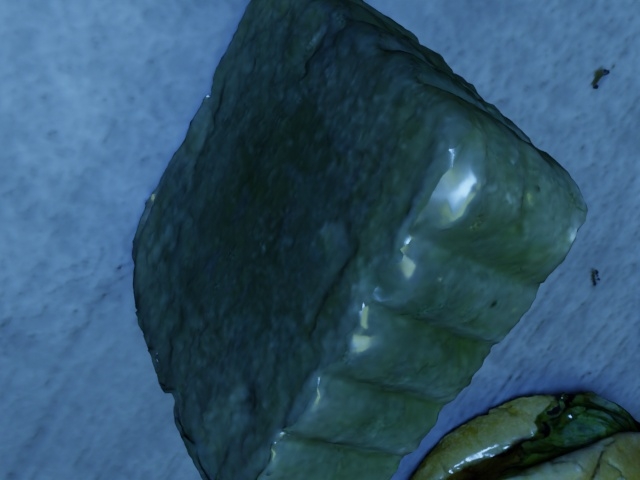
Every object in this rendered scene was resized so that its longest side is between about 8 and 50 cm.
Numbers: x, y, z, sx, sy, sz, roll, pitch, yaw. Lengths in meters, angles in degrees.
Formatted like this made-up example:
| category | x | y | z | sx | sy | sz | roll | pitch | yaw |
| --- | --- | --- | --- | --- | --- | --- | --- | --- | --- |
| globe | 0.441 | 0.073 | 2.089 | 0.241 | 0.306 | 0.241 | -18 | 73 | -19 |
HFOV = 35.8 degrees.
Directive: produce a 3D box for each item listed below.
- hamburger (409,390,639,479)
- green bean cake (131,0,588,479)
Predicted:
| category | x | y | z | sx | sy | sz | roll | pitch | yaw |
| --- | --- | --- | --- | --- | --- | --- | --- | --- | --- |
| hamburger | 0.163 | 0.236 | 0.703 | 0.285 | 0.134 | 0.265 | 8 | 116 | -27 |
| green bean cake | 0.000 | 0.000 | 0.431 | 0.094 | 0.183 | 0.185 | 21 | 111 | -38 |
